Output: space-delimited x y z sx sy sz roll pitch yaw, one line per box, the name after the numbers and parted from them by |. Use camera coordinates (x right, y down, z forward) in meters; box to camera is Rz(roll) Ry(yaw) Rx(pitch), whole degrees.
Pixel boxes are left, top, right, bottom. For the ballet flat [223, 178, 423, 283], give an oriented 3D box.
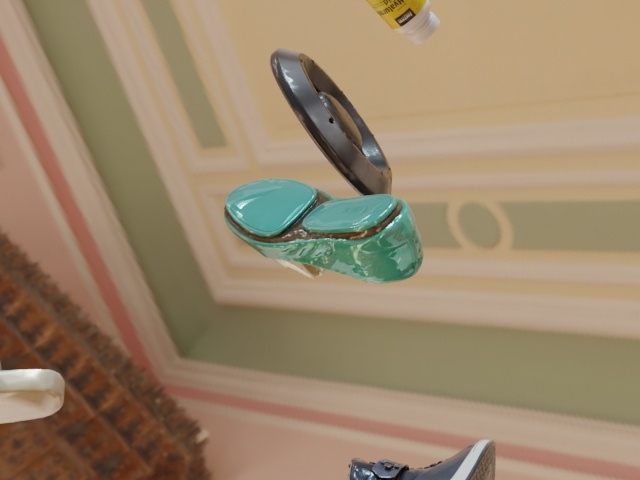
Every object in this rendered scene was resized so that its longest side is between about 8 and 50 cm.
0.000 0.000 1.064 0.247 0.083 0.087 10 -45 52 | ballet flat

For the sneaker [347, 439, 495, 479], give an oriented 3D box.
0.125 0.303 1.504 0.163 0.226 0.086 6 -74 27 | sneaker

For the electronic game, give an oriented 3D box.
0.014 -0.139 1.439 0.048 0.229 0.229 -36 -90 14 | electronic game

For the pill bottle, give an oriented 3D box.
0.108 -0.324 1.608 0.116 0.065 0.065 43 -32 -22 | pill bottle

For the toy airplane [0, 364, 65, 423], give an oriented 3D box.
-0.492 0.151 1.126 0.384 0.386 0.272 -19 -109 48 | toy airplane
